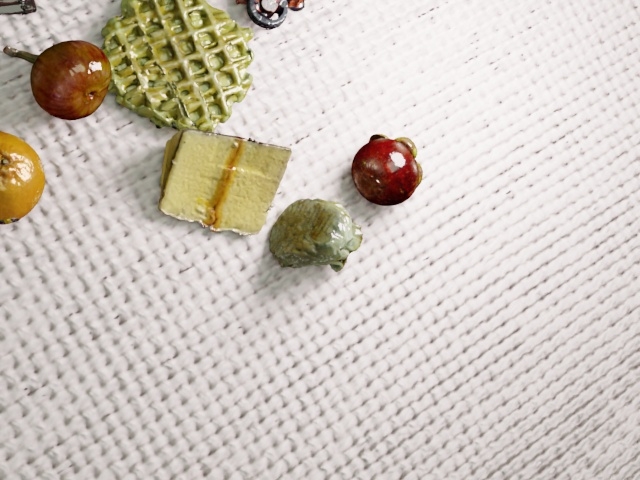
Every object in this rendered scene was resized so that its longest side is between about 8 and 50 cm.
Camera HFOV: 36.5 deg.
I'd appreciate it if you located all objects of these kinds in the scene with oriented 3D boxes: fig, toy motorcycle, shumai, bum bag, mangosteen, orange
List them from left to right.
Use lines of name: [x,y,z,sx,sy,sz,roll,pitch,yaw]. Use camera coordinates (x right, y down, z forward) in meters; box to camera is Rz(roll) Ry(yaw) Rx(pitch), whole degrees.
bum bag: [-0.639,-0.483,1.877,0.159,0.026,0.109,-11,87,-16]
orange: [-0.597,-0.115,1.778,0.178,0.155,0.177,0,86,-8]
fig: [-0.488,-0.307,1.858,0.148,0.202,0.149,-18,110,-38]
toy motorcycle: [-0.072,-0.581,2.063,0.171,0.089,0.298,45,71,-8]
shumai: [-0.005,0.003,2.014,0.142,0.184,0.184,48,67,-41]
mangosteen: [0.156,-0.162,2.063,0.181,0.146,0.156,-36,93,-21]

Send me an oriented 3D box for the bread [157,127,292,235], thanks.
bread: [-0.191,-0.111,1.933,0.240,0.135,0.178,10,80,-21]

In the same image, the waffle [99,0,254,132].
waffle: [-0.288,-0.369,1.964,0.317,0.073,0.297,25,76,-16]
